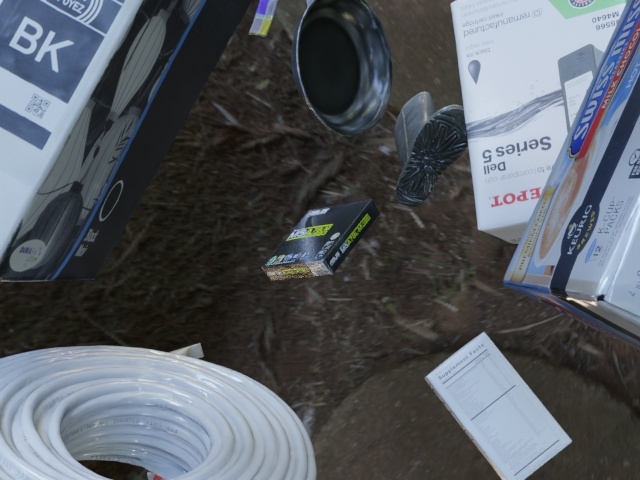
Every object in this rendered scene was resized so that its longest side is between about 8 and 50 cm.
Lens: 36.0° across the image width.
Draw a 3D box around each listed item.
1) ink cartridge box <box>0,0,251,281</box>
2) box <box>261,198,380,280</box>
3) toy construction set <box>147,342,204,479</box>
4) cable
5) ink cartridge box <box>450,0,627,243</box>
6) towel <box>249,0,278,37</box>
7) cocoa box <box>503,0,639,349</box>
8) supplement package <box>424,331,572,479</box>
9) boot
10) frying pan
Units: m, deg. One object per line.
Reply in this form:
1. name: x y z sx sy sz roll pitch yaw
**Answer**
1. ink cartridge box: -0.075 -0.136 0.474 0.065 0.165 0.333 28 90 4
2. box: 0.000 0.000 1.940 0.190 0.184 0.045 -8 127 48
3. toy construction set: -0.158 0.304 1.504 0.237 0.257 0.309 -17 79 -12
4. cable: -0.129 0.152 0.647 0.257 0.257 0.089 14 110 4
5. ink cartridge box: 0.269 -0.149 1.090 0.198 0.114 0.273 -12 78 30
6. towel: -0.088 -0.366 1.577 0.060 0.009 0.083 33 106 57
7. cocoa box: 0.352 -0.065 0.843 0.231 0.228 0.347 25 88 -8
8. supplement package: 0.316 0.304 1.787 0.139 0.134 0.244 -37 80 -3
9. boot: 0.166 -0.168 1.493 0.076 0.208 0.190 31 124 -9
10. frying pan: -0.005 -0.281 1.293 0.053 0.326 0.197 -1 47 42
